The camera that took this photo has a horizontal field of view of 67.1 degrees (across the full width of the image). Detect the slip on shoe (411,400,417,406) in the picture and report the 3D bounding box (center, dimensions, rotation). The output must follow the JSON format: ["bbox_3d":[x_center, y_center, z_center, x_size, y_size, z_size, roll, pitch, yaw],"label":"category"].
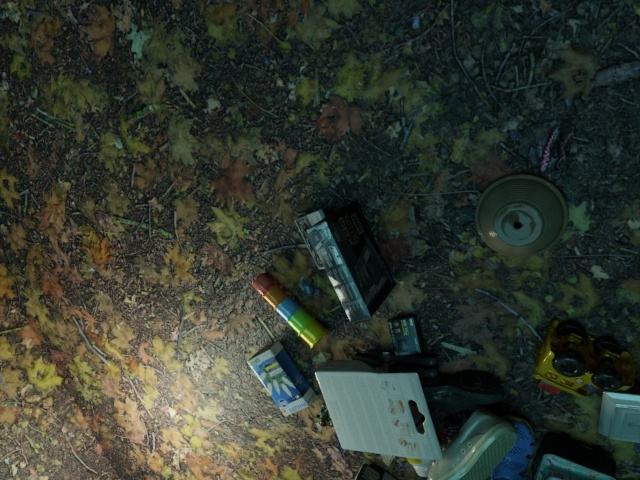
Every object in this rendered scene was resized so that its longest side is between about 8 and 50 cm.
[{"bbox_3d":[0.304,0.498,1.632,0.051,0.041,0.135,-23,97,31],"label":"slip on shoe"}]

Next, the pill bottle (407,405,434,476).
[{"bbox_3d":[0.330,0.683,1.641,0.119,0.119,0.208,-21,97,30],"label":"pill bottle"}]

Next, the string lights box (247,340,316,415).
[{"bbox_3d":[-0.147,0.526,1.842,0.133,0.077,0.260,-34,91,30],"label":"string lights box"}]

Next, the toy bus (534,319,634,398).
[{"bbox_3d":[0.707,0.362,1.338,0.220,0.149,0.211,23,130,14],"label":"toy bus"}]

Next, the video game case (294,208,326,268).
[{"bbox_3d":[0.000,0.000,1.568,0.173,0.022,0.190,-16,102,61],"label":"video game case"}]

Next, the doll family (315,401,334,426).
[{"bbox_3d":[0.079,0.662,1.784,0.193,0.076,0.111,15,109,18],"label":"doll family"}]

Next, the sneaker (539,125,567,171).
[{"bbox_3d":[0.600,-0.231,1.229,0.057,0.047,0.119,12,120,15],"label":"sneaker"}]

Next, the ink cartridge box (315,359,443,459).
[{"bbox_3d":[0.195,0.544,1.575,0.385,0.091,0.308,-11,102,36],"label":"ink cartridge box"}]

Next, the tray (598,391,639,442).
[{"bbox_3d":[0.836,0.486,1.297,0.145,0.030,0.270,-2,138,25],"label":"tray"}]

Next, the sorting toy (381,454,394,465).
[{"bbox_3d":[0.240,0.761,1.760,0.075,0.045,0.083,30,119,22],"label":"sorting toy"}]

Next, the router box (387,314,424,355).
[{"bbox_3d":[0.276,0.308,1.562,0.092,0.038,0.122,-15,85,29],"label":"router box"}]

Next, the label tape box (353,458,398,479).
[{"bbox_3d":[0.189,0.981,1.682,0.249,0.347,0.115,29,118,14],"label":"label tape box"}]

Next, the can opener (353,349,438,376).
[{"bbox_3d":[0.248,0.414,1.602,0.280,0.093,0.074,-3,94,28],"label":"can opener"}]

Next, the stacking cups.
[{"bbox_3d":[-0.119,0.247,1.718,0.316,0.096,0.096,40,120,8],"label":"stacking cups"}]

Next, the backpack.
[{"bbox_3d":[0.740,0.744,1.431,0.225,0.191,0.253,16,119,20],"label":"backpack"}]

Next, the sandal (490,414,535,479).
[{"bbox_3d":[0.596,0.699,1.508,0.126,0.138,0.317,5,108,26],"label":"sandal"}]

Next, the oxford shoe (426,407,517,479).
[{"bbox_3d":[0.428,0.696,1.503,0.169,0.130,0.449,21,111,-31],"label":"oxford shoe"}]

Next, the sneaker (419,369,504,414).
[{"bbox_3d":[0.443,0.491,1.538,0.286,0.109,0.130,-7,111,37],"label":"sneaker"}]

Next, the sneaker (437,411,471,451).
[{"bbox_3d":[0.420,0.616,1.578,0.075,0.063,0.170,44,97,-9],"label":"sneaker"}]

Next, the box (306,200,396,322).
[{"bbox_3d":[0.101,0.056,1.458,0.076,0.242,0.307,-22,97,31],"label":"box"}]

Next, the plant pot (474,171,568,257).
[{"bbox_3d":[0.529,-0.056,1.285,0.237,0.110,0.237,8,110,23],"label":"plant pot"}]
